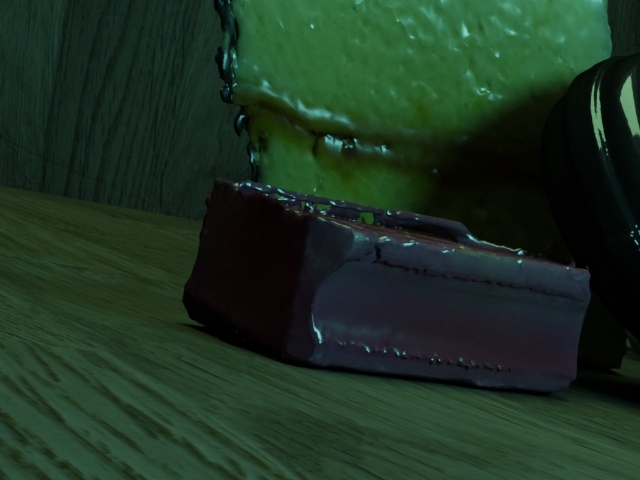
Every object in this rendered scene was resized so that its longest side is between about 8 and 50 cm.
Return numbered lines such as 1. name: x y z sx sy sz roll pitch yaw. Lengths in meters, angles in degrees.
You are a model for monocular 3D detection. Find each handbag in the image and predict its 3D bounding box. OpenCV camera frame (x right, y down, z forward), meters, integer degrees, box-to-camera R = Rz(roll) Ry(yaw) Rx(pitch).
1. handbag: 0.279 0.000 1.121 0.308 0.253 0.093 34 -49 -28

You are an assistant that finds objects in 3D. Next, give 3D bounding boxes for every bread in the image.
1. bread: 0.075 -0.077 1.261 0.405 0.345 0.242 4 10 -14

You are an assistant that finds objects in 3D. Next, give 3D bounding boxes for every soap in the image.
1. soap: 0.060 0.031 0.986 0.250 0.099 0.162 9 2 -31

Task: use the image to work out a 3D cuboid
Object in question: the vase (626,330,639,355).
1. vase: 0.391 0.088 1.412 0.096 0.096 0.219 9 5 -41
